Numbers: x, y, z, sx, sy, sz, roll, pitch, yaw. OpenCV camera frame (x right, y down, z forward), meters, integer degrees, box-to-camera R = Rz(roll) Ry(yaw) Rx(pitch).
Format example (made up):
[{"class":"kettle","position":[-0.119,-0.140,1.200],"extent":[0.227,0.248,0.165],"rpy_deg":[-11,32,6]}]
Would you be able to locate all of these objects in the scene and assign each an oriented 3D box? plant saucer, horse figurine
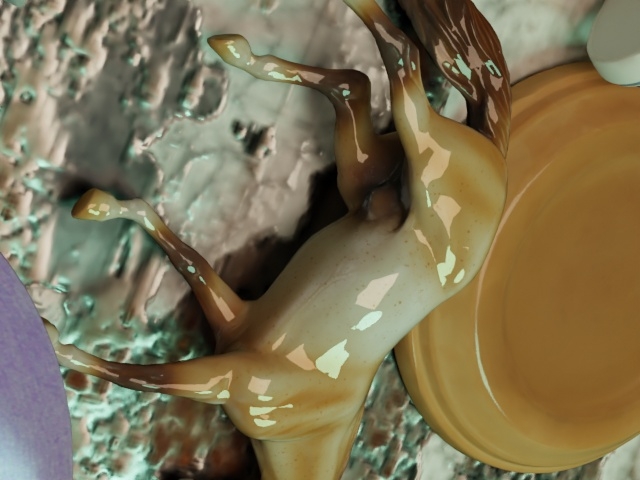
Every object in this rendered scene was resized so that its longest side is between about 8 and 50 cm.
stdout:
[{"class":"plant saucer","position":[0.124,0.018,0.771],"extent":[0.200,0.037,0.200],"rpy_deg":[-10,111,-28]},{"class":"horse figurine","position":[0.000,0.000,0.672],"extent":[0.174,0.066,0.263],"rpy_deg":[39,86,-29]}]

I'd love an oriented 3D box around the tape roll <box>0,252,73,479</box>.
[{"class":"tape roll","position":[-0.225,0.080,0.544],"extent":[0.275,0.090,0.275],"rpy_deg":[-11,112,-29]}]

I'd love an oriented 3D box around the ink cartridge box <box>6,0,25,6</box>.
[{"class":"ink cartridge box","position":[-0.041,-0.154,0.492],"extent":[0.066,0.232,0.189],"rpy_deg":[39,84,-35]}]

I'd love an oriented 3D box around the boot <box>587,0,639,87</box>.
[{"class":"boot","position":[0.205,-0.114,0.757],"extent":[0.190,0.069,0.086],"rpy_deg":[-44,120,-14]}]
